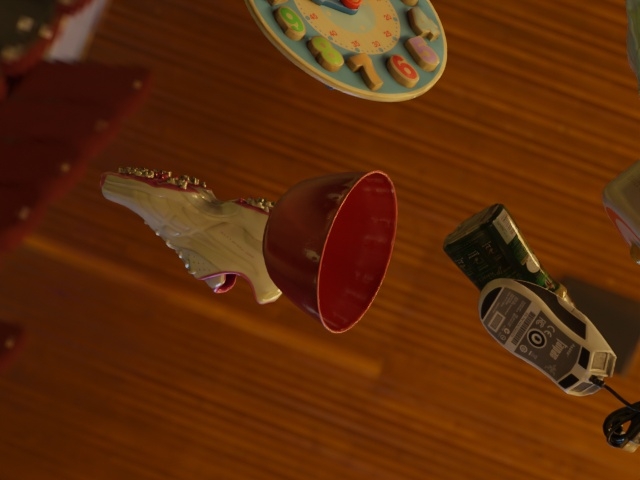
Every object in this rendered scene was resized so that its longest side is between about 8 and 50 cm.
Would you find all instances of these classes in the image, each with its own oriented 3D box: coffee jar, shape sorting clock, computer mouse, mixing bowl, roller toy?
[{"bbox_3d":[0.249,0.048,2.323,0.096,0.184,0.079,-31,-169,34],"label":"coffee jar"},{"bbox_3d":[0.023,-0.206,1.573,0.040,0.206,0.206,-57,-174,41],"label":"shape sorting clock"},{"bbox_3d":[0.222,0.094,1.535,0.042,0.193,0.106,-37,162,-45],"label":"computer mouse"},{"bbox_3d":[0.000,0.000,1.931,0.181,0.098,0.181,-45,144,-47],"label":"mixing bowl"},{"bbox_3d":[0.445,-0.017,2.189,0.146,0.209,0.191,-37,179,2],"label":"roller toy"}]

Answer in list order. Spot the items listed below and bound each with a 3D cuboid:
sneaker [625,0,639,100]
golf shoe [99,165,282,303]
[{"bbox_3d":[0.352,-0.212,1.784,0.256,0.094,0.151,-106,-177,-62],"label":"sneaker"},{"bbox_3d":[-0.165,-0.010,2.346,0.115,0.306,0.140,-5,111,-67],"label":"golf shoe"}]
